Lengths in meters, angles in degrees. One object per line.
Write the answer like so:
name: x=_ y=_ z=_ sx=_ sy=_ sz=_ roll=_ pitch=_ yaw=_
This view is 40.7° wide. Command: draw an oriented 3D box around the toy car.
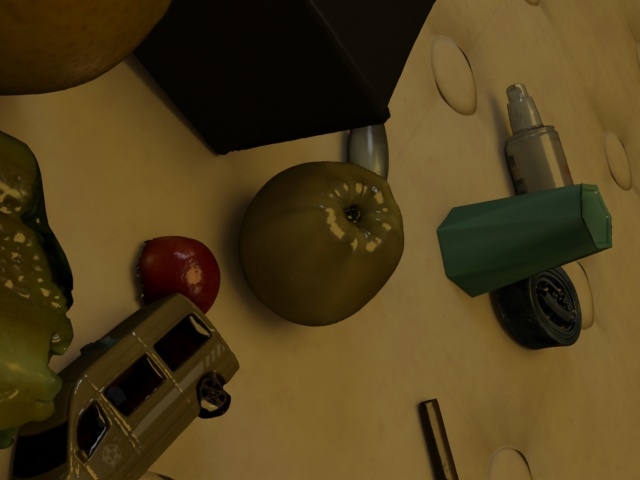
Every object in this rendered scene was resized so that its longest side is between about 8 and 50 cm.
toy car: x=-0.186 y=0.156 z=0.763 sx=0.124 sy=0.101 sz=0.256 roll=58 pitch=39 yaw=-10

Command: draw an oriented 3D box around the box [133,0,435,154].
box: x=-0.079 y=-0.292 z=0.902 sx=0.345 sy=0.251 sz=0.205 roll=52 pitch=48 yaw=-34

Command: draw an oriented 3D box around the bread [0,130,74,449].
bread: x=-0.356 y=-0.008 z=0.530 sx=0.376 sy=0.208 sz=0.251 roll=32 pitch=41 yaw=-40

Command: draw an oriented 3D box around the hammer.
hammer: x=0.190 y=0.399 z=1.175 sx=0.111 sy=0.043 sz=0.366 roll=-5 pitch=78 yaw=-49

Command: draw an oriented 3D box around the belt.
belt: x=0.364 y=0.105 z=1.455 sx=0.190 sy=0.082 sz=0.142 roll=35 pitch=54 yaw=-38

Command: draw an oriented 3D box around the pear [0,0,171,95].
pear: x=-0.282 y=-0.235 z=0.592 sx=0.340 sy=0.386 sz=0.191 roll=47 pitch=60 yaw=-3

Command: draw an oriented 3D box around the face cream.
face cream: x=0.390 y=-0.163 z=1.573 sx=0.101 sy=0.101 sz=0.252 roll=-12 pitch=86 yaw=-51

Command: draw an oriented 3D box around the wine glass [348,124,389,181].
wine glass: x=0.066 y=-0.070 z=1.184 sx=0.066 sy=0.066 sz=0.198 roll=22 pitch=57 yaw=-44

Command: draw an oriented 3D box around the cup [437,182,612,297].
cup: x=0.312 y=-0.013 z=1.317 sx=0.148 sy=0.235 sz=0.134 roll=32 pitch=52 yaw=-36

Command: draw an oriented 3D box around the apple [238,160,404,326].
apple: x=0.000 y=0.000 z=0.985 sx=0.200 sy=0.200 sz=0.200 roll=22 pitch=60 yaw=-44

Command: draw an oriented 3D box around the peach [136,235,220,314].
peach: x=-0.141 y=0.039 z=0.891 sx=0.098 sy=0.061 sz=0.098 roll=32 pitch=49 yaw=-47
